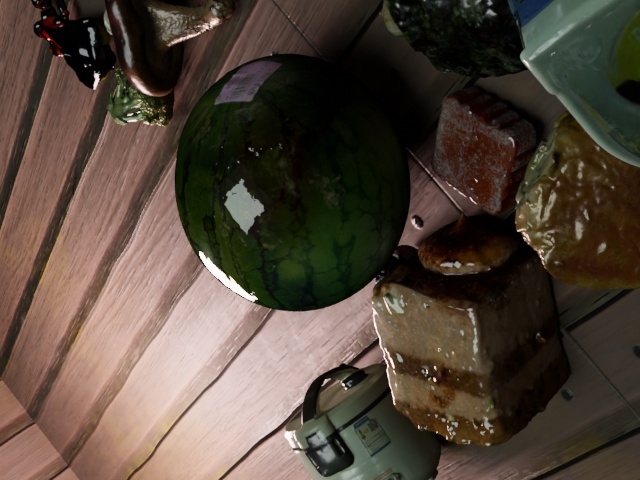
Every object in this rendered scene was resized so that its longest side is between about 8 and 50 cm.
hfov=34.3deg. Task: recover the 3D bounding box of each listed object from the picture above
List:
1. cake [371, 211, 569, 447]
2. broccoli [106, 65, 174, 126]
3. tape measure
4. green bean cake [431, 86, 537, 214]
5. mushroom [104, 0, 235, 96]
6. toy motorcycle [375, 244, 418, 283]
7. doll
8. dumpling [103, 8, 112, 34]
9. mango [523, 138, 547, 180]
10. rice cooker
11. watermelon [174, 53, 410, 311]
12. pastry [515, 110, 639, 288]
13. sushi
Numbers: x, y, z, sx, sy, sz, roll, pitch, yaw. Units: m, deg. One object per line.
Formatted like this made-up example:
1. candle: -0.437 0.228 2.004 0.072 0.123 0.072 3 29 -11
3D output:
1. cake: 0.204 0.109 1.431 0.196 0.199 0.293 13 125 46
2. broccoli: -0.310 -0.248 1.790 0.130 0.120 0.131 57 180 -29
3. tape measure: 0.349 -0.192 0.984 0.259 0.138 0.262 -33 113 27
4. green bean cake: 0.212 -0.118 1.347 0.136 0.056 0.135 40 143 33
5. mushroom: -0.223 -0.336 1.640 0.218 0.148 0.227 4 127 28
6. toy motorcycle: 0.138 0.092 1.574 0.084 0.118 0.212 -4 129 28
7. doll: -0.445 -0.367 1.887 0.249 0.088 0.127 37 162 37
8. dumpling: -0.344 -0.392 1.770 0.057 0.052 0.076 41 153 1
9. mango: 0.309 -0.049 1.286 0.122 0.086 0.191 11 114 55
10. rice cooker: 0.063 0.331 1.734 0.226 0.226 0.244 -26 97 53
11. watermelon: -0.038 -0.077 1.441 0.363 0.363 0.363 29 136 32
12. pastry: 0.326 -0.057 1.173 0.219 0.100 0.229 -11 107 10
13. sushi: 0.149 -0.341 1.131 0.171 0.211 0.350 -1 126 41
